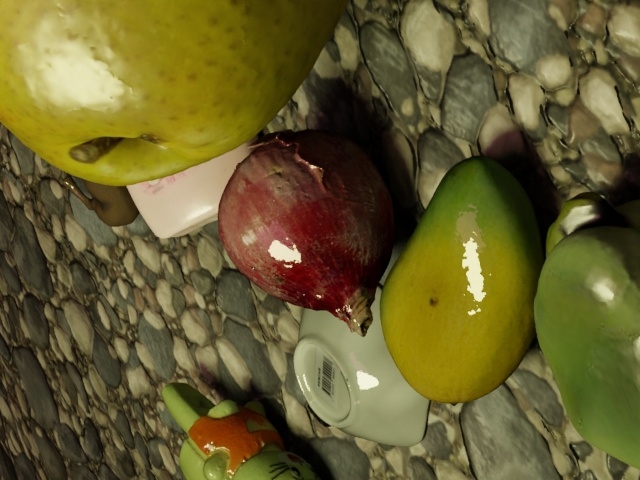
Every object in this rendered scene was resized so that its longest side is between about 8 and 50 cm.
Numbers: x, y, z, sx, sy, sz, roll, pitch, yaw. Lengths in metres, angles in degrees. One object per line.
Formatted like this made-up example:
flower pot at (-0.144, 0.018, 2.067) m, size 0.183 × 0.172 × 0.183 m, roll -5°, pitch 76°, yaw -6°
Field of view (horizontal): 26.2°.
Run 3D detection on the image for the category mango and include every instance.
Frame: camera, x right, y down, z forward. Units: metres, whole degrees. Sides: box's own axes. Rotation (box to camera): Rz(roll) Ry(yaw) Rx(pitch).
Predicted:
mango at (0.120, 0.042, 1.120) m, size 0.137 × 0.091 × 0.237 m, roll 47°, pitch 144°, yaw 19°

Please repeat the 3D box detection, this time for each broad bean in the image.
broad bean at (0.219, 0.072, 0.987) m, size 0.169 × 0.100 × 0.228 m, roll 3°, pitch 114°, yaw 63°

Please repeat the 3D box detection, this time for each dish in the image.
dish at (0.024, 0.127, 1.339) m, size 0.191 × 0.066 × 0.190 m, roll 34°, pitch 136°, yaw 41°

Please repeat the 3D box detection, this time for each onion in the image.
onion at (0.000, 0.000, 1.210) m, size 0.195 × 0.159 × 0.159 m, roll 57°, pitch 148°, yaw 25°

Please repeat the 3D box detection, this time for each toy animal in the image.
toy animal at (-0.240, -0.101, 1.560) m, size 0.186 × 0.094 × 0.214 m, roll 45°, pitch 156°, yaw 46°

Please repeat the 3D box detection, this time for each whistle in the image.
whistle at (-0.087, 0.247, 1.537) m, size 0.288 × 0.131 × 0.106 m, roll 43°, pitch 111°, yaw 38°

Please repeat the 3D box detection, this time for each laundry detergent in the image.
laundry detergent at (-0.172, -0.176, 1.398) m, size 0.159 × 0.088 × 0.335 m, roll -24°, pitch 87°, yaw 23°

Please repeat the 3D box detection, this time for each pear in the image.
pear at (-0.141, -0.255, 1.076) m, size 0.362 × 0.362 × 0.418 m, roll -16°, pitch 71°, yaw 58°
